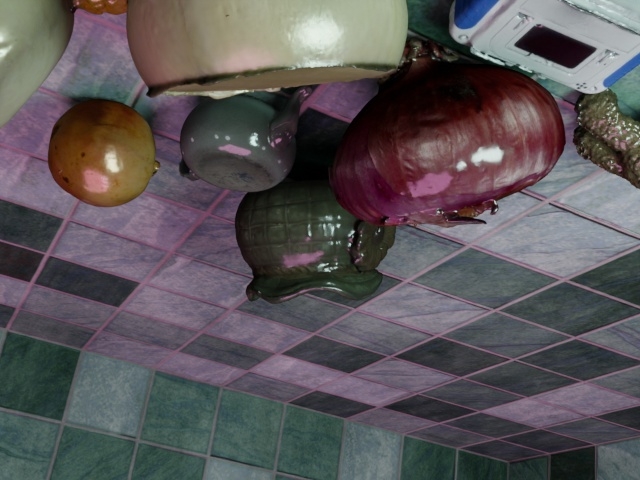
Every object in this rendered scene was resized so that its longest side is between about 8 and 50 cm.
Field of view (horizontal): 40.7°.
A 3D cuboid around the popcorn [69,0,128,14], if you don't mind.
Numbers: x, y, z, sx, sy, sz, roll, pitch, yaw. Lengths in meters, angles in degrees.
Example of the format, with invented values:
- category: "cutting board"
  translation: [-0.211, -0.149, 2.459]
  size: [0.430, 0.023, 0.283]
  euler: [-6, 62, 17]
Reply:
- category: "popcorn"
  translation: [-0.274, -0.354, 1.074]
  size: [0.148, 0.152, 0.167]
  euler: [44, -176, -4]

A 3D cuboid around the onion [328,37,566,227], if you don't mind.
- category: "onion"
  translation: [0.167, -0.162, 1.225]
  size: [0.347, 0.285, 0.347]
  euler: [-21, -174, 2]

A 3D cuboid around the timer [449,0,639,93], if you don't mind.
- category: "timer"
  translation: [0.309, -0.278, 1.116]
  size: [0.253, 0.078, 0.178]
  euler: [16, 154, -16]

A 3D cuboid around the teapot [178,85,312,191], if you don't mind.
- category: "teapot"
  translation: [-0.135, -0.167, 1.435]
  size: [0.294, 0.129, 0.193]
  euler: [-13, 147, 41]

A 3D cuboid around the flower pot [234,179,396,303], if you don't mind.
- category: "flower pot"
  translation: [0.000, 0.000, 1.567]
  size: [0.301, 0.213, 0.302]
  euler: [-3, -179, 0]

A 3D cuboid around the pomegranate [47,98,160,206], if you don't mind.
- category: "pomegranate"
  translation: [-0.373, -0.146, 1.482]
  size: [0.191, 0.191, 0.191]
  euler: [7, 154, 3]

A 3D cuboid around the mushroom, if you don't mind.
- category: "mushroom"
  translation: [-0.484, -0.272, 1.149]
  size: [0.356, 0.315, 0.315]
  euler: [36, 171, 34]

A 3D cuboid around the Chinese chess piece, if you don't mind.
- category: "Chinese chess piece"
  translation: [-0.063, -0.255, 1.047]
  size: [0.338, 0.141, 0.338]
  euler: [-6, -172, 1]

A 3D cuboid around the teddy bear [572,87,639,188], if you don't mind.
- category: "teddy bear"
  translation: [0.500, -0.136, 1.290]
  size: [0.251, 0.129, 0.182]
  euler: [5, 156, 8]
